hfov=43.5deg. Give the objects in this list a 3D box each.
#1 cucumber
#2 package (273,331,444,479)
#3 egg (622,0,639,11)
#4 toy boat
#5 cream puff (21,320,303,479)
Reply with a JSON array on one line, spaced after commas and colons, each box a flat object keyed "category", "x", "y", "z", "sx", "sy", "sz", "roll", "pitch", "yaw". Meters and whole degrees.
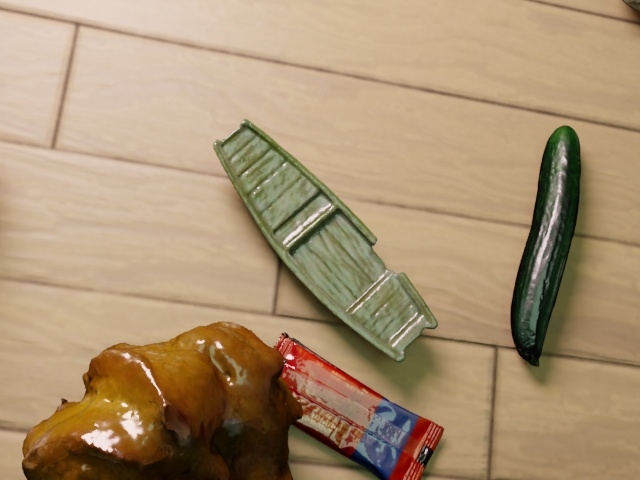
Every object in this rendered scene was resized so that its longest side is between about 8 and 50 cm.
[{"category": "cucumber", "x": 0.252, "y": -0.002, "z": 0.888, "sx": 0.056, "sy": 0.056, "sz": 0.284, "roll": 16, "pitch": 74, "yaw": -7}, {"category": "package", "x": 0.026, "y": 0.179, "z": 0.819, "sx": 0.200, "sy": 0.022, "sz": 0.083, "roll": 32, "pitch": 74, "yaw": -2}, {"category": "egg", "x": 0.428, "y": -0.339, "z": 0.958, "sx": 0.172, "sy": 0.132, "sz": 0.132, "roll": -31, "pitch": 85, "yaw": -5}, {"category": "toy boat", "x": 0.000, "y": 0.000, "z": 0.838, "sx": 0.093, "sy": 0.055, "sz": 0.293, "roll": -41, "pitch": 88, "yaw": -16}, {"category": "cream puff", "x": -0.125, "y": 0.187, "z": 0.690, "sx": 0.269, "sy": 0.155, "sz": 0.241, "roll": 15, "pitch": 77, "yaw": -50}]
